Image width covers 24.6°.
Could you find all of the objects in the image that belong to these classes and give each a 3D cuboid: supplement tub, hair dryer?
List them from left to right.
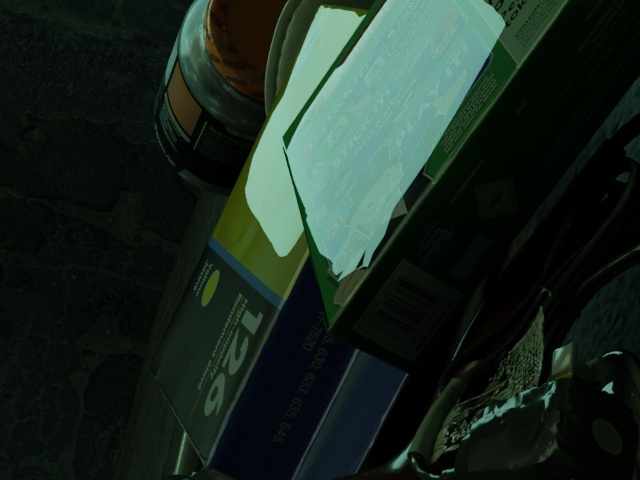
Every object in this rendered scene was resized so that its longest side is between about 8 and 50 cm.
[{"bbox_3d":[-0.076,-0.180,1.648,0.316,0.194,0.193,134,152,-70],"label":"supplement tub"},{"bbox_3d":[0.066,0.083,0.596,0.293,0.080,0.223,-46,6,44],"label":"hair dryer"}]

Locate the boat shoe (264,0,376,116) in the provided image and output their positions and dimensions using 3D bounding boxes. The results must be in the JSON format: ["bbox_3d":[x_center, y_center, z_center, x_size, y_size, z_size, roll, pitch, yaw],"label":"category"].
[{"bbox_3d":[0.040,-0.232,1.299,0.097,0.117,0.324,-137,69,-85],"label":"boat shoe"}]

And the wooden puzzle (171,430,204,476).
[{"bbox_3d":[-0.176,0.358,1.754,0.238,0.044,0.221,111,171,-53],"label":"wooden puzzle"}]

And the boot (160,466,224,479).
[{"bbox_3d":[-0.036,0.135,1.085,0.263,0.091,0.229,11,84,62],"label":"boot"}]

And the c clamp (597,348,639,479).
[{"bbox_3d":[0.096,0.118,0.548,0.160,0.022,0.137,-88,18,-62],"label":"c clamp"}]

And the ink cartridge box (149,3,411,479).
[{"bbox_3d":[0.000,0.000,0.938,0.303,0.072,0.307,-63,17,2],"label":"ink cartridge box"}]

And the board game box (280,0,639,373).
[{"bbox_3d":[0.095,-0.121,0.637,0.317,0.046,0.213,-54,19,18],"label":"board game box"}]
